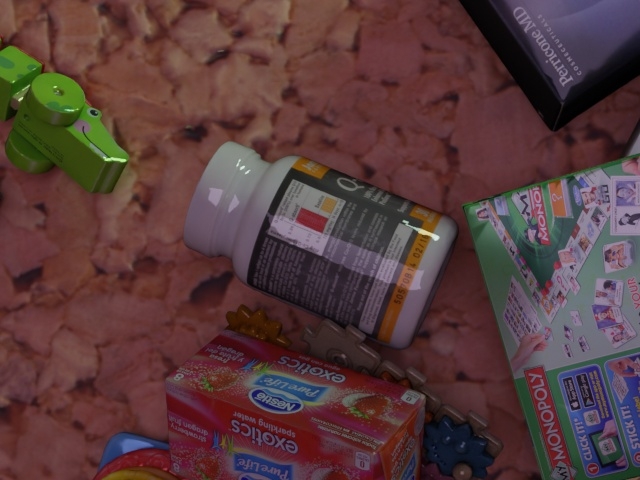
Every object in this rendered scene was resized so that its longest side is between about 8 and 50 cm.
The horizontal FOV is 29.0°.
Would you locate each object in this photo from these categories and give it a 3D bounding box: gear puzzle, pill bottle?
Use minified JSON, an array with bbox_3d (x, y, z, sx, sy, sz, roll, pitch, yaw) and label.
[{"bbox_3d":[0.030,0.177,1.364,0.339,0.175,0.044,35,47,8],"label":"gear puzzle"},{"bbox_3d":[0.000,0.000,1.375,0.278,0.162,0.162,23,88,8],"label":"pill bottle"}]

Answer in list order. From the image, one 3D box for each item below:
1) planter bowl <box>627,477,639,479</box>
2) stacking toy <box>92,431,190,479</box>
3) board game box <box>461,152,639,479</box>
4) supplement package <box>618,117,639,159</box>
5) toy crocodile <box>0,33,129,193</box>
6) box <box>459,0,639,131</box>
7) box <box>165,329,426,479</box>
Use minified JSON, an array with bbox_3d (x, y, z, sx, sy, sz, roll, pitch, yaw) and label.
[{"bbox_3d":[0.356,0.268,1.345,0.217,0.090,0.217,-1,84,5],"label":"planter bowl"},{"bbox_3d":[-0.206,0.310,1.304,0.165,0.302,0.175,18,87,8],"label":"stacking toy"},{"bbox_3d":[0.292,0.085,1.266,0.213,0.046,0.317,-16,91,14],"label":"board game box"},{"bbox_3d":[0.453,-0.051,1.333,0.262,0.145,0.204,28,89,8],"label":"supplement package"},{"bbox_3d":[-0.364,-0.182,1.470,0.340,0.105,0.115,37,132,8],"label":"toy crocodile"},{"bbox_3d":[0.299,-0.328,1.358,0.294,0.183,0.296,-35,82,4],"label":"box"},{"bbox_3d":[-0.028,0.206,1.310,0.257,0.122,0.128,16,122,25],"label":"box"}]
